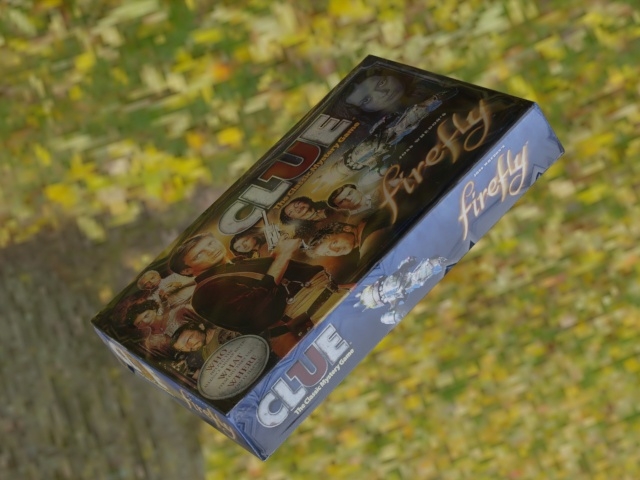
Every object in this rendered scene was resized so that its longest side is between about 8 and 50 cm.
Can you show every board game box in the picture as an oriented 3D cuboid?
[{"bbox_3d":[0.000,0.000,1.014,0.243,0.165,0.042,-45,124,-15],"label":"board game box"}]
